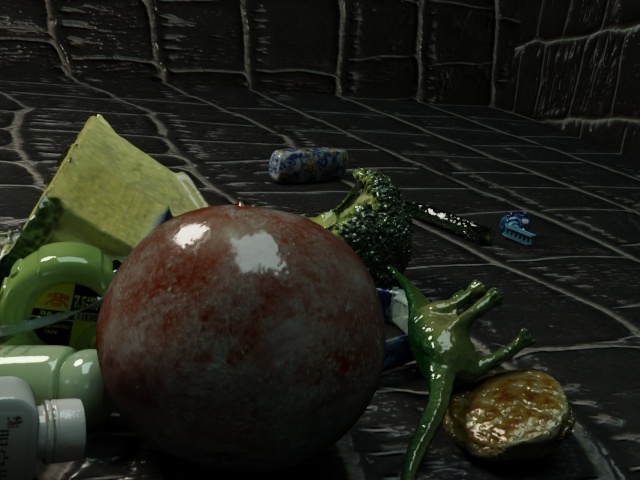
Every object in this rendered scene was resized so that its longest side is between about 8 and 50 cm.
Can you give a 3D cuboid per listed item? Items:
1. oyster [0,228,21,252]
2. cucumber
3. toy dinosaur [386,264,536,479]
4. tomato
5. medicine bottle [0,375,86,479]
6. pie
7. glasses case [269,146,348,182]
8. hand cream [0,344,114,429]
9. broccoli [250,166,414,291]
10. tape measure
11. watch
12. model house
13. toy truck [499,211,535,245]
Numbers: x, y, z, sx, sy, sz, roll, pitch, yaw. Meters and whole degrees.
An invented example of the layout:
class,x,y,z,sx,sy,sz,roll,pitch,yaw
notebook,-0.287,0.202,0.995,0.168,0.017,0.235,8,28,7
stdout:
class,x,y,z,sx,sy,sz,roll,pitch,yaw
oyster,-0.530,0.019,1.357,0.166,0.053,0.108,1,38,-41
cucumber,0.289,-0.047,1.929,0.257,0.043,0.044,22,18,35
toy dinosaur,0.126,0.171,1.130,0.301,0.087,0.447,-36,27,-14
tomato,-0.084,0.105,0.923,0.317,0.316,0.282,7,58,-6
medicine bottle,-0.334,0.197,0.835,0.183,0.119,0.069,1,21,-29
pie,0.240,0.226,1.083,0.163,0.078,0.193,-4,17,3
glasses case,-0.027,-0.195,2.142,0.248,0.086,0.065,-7,20,-44
hand cream,-0.393,0.163,0.976,0.306,0.093,0.147,4,7,5
broccoli,0.012,-0.018,1.539,0.252,0.221,0.361,-41,42,-21
tape measure,-0.321,0.088,1.069,0.200,0.175,0.106,3,18,-14
watch,0.063,0.142,1.253,0.275,0.068,0.276,4,21,-17
model house,-0.327,0.015,1.267,0.266,0.261,0.321,30,32,-18
toy truck,0.462,-0.023,1.933,0.073,0.056,0.090,0,34,-12
